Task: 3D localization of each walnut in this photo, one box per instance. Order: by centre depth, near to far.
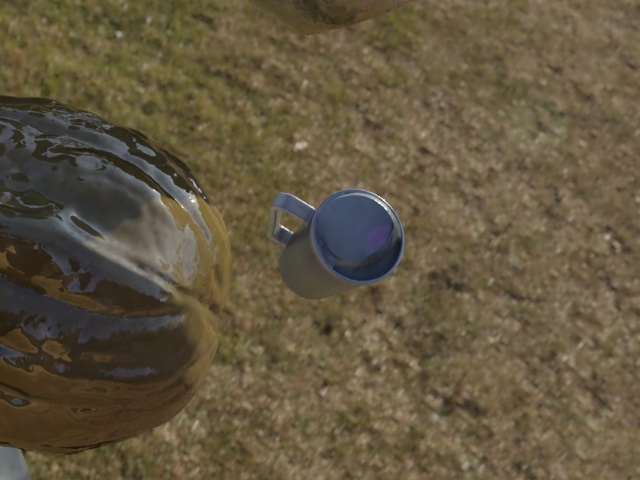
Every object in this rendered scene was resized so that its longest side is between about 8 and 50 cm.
[{"bbox_3d":[-0.186,0.019,0.806,0.261,0.225,0.225,19,42,1],"label":"walnut"}]

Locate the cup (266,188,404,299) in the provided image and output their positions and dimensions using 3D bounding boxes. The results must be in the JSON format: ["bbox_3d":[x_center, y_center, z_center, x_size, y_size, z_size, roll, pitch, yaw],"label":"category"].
[{"bbox_3d":[0.000,0.000,1.018,0.104,0.116,0.074,30,69,-12],"label":"cup"}]

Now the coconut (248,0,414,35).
[{"bbox_3d":[-0.002,-0.275,0.938,0.237,0.237,0.197,42,56,13],"label":"coconut"}]

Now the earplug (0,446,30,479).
[{"bbox_3d":[-0.544,0.314,1.327,0.313,0.312,0.394,35,43,6],"label":"earplug"}]
